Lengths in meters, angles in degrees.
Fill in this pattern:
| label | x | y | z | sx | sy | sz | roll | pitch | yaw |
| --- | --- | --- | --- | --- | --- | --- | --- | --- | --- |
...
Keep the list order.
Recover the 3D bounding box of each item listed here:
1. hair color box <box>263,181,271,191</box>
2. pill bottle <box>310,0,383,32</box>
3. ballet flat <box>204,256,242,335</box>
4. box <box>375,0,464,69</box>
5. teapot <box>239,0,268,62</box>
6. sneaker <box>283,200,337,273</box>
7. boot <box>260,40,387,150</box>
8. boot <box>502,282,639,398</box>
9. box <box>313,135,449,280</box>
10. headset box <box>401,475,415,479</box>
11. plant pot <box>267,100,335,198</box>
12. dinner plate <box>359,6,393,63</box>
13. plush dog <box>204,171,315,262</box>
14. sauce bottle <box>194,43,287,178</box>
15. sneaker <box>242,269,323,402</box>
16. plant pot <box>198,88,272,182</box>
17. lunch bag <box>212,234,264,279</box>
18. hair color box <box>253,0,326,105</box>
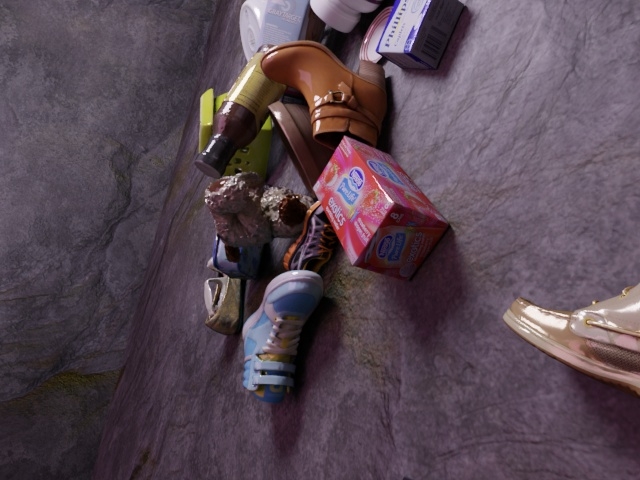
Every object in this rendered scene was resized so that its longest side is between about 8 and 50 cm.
| label | x | y | z | sx | sy | sz | roll | pitch | yaw |
| --- | --- | --- | --- | --- | --- | --- | --- | --- | --- |
| hair color box | -0.213 | -0.104 | 1.510 | 0.167 | 0.053 | 0.093 | -35 | 45 | 47 |
| pill bottle | 0.105 | -0.638 | 1.108 | 0.301 | 0.169 | 0.169 | -46 | 39 | 40 |
| ballet flat | -0.289 | 0.111 | 1.464 | 0.123 | 0.123 | 0.348 | -39 | 43 | 46 |
| box | 0.186 | -0.407 | 0.942 | 0.126 | 0.072 | 0.137 | -67 | 28 | 10 |
| teapot | -0.133 | -0.642 | 1.531 | 0.256 | 0.187 | 0.252 | 61 | 156 | 26 |
| sneaker | 0.000 | 0.000 | 1.060 | 0.083 | 0.084 | 0.214 | 49 | 121 | 40 |
| boot | -0.002 | -0.288 | 1.011 | 0.109 | 0.284 | 0.220 | 115 | 166 | -61 |
| boot | 0.311 | 0.041 | 0.452 | 0.262 | 0.095 | 0.203 | 22 | 95 | 60 |
| box | 0.095 | -0.064 | 0.865 | 0.128 | 0.123 | 0.257 | -58 | 32 | 25 |
| headset box | 0.103 | 0.450 | 0.587 | 0.218 | 0.110 | 0.293 | -15 | 62 | 57 |
| plant pot | -0.021 | -0.223 | 1.118 | 0.110 | 0.237 | 0.237 | -28 | 36 | -2 |
| dinner plate | 0.137 | -0.464 | 1.118 | 0.141 | 0.017 | 0.141 | -37 | 44 | 47 |
| plush dog | -0.118 | -0.055 | 1.123 | 0.262 | 0.226 | 0.210 | -66 | -29 | -78 |
| sauce bottle | -0.181 | -0.302 | 1.149 | 0.111 | 0.111 | 0.344 | -2 | 55 | 60 |
| sneaker | -0.076 | 0.216 | 1.023 | 0.319 | 0.127 | 0.208 | 123 | 151 | -45 |
| plant pot | -0.269 | -0.325 | 1.502 | 0.228 | 0.207 | 0.227 | 108 | 159 | -45 |
| lunch bag | -0.215 | 0.011 | 1.314 | 0.219 | 0.090 | 0.176 | 62 | -144 | -76 |
| hair color box | -0.077 | -0.543 | 1.310 | 0.185 | 0.114 | 0.374 | -37 | -34 | -71 |
